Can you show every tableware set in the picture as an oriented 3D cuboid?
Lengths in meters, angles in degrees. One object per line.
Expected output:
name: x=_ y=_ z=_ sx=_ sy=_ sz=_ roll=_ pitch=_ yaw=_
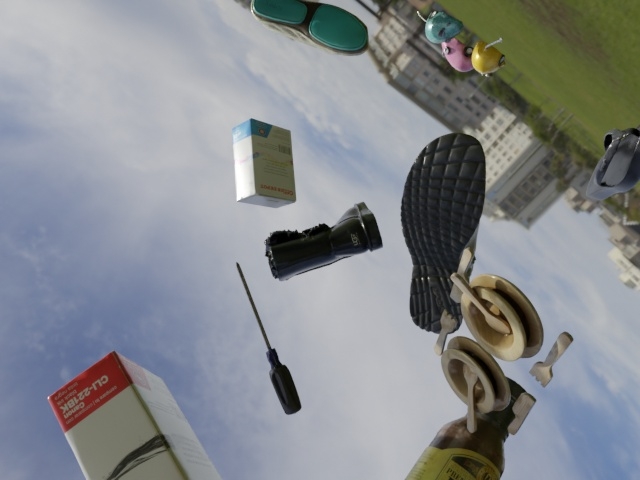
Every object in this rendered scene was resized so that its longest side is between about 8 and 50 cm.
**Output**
tableware set: x=0.156 y=0.111 z=0.537 sx=0.039 sy=0.194 sz=0.128 roll=-27 pitch=-127 yaw=-22

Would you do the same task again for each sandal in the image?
sandal: x=0.427 y=-0.114 z=0.800 sx=0.054 sy=0.097 sz=0.254 roll=22 pitch=173 yaw=13

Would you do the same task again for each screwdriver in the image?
screwdriver: x=-0.057 y=0.102 z=0.580 sx=0.025 sy=0.024 sz=0.170 roll=2 pitch=-113 yaw=-69

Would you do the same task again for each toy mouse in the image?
toy mouse: x=0.175 y=-0.255 z=0.716 sx=0.143 sy=0.031 sz=0.161 roll=39 pitch=-169 yaw=18

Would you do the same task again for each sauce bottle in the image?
sauce bottle: x=0.187 y=0.341 z=0.779 sx=0.111 sy=0.111 sz=0.344 roll=41 pitch=-115 yaw=3

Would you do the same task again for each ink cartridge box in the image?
ink cartridge box: x=-0.246 y=0.321 z=0.794 sx=0.273 sy=0.114 sz=0.197 roll=48 pitch=168 yaw=24
ink cartridge box: x=-0.088 y=-0.117 z=0.860 sx=0.088 sy=0.052 sz=0.123 roll=7 pitch=-108 yaw=-47

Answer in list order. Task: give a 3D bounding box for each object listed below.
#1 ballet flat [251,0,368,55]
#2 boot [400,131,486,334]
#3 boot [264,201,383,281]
ballet flat: x=-0.009 y=-0.273 z=0.694 sx=0.168 sy=0.057 sz=0.052 roll=28 pitch=179 yaw=13
boot: x=0.208 y=-0.038 z=0.892 sx=0.118 sy=0.339 sz=0.223 roll=13 pitch=-148 yaw=17
boot: x=0.000 y=0.000 z=1.027 sx=0.246 sy=0.207 sz=0.094 roll=-94 pitch=-11 yaw=-83
